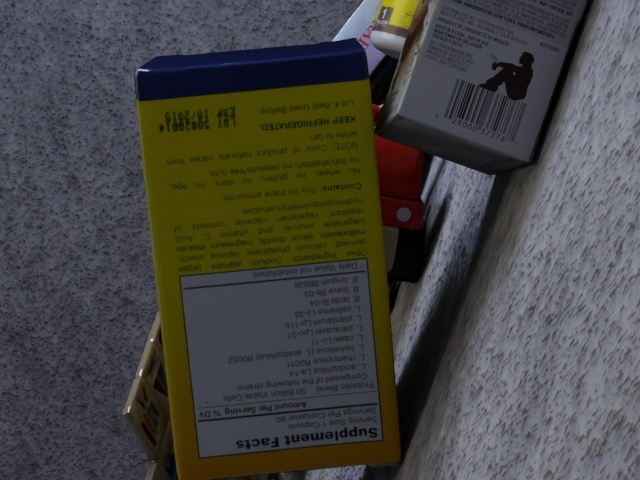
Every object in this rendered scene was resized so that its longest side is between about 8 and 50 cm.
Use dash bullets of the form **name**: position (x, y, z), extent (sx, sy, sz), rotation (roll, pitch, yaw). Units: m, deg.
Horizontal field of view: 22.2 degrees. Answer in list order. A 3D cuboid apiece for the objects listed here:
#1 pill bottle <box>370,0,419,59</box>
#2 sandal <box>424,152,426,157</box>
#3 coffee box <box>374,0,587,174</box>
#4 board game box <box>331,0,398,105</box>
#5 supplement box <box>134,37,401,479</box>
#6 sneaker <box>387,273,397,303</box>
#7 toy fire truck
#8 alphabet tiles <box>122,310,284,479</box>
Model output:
- **pill bottle**: position (0.142, -0.301, 1.826), extent (0.117, 0.117, 0.215), rotation (-148, 78, -85)
- **sandal**: position (0.115, -0.133, 1.925), extent (0.097, 0.054, 0.254), rotation (-56, 4, 44)
- **coffee box**: position (0.153, -0.215, 1.347), extent (0.168, 0.119, 0.297), rotation (158, 132, -85)
- **board game box**: position (0.058, -0.219, 2.037), extent (0.318, 0.066, 0.319), rotation (-52, -5, -10)
- **supplement box**: position (-0.043, 0.011, 1.437), extent (0.195, 0.194, 0.356), rotation (-96, 1, -81)
- **sneaker**: position (0.057, 0.062, 1.802), extent (0.057, 0.047, 0.119), rotation (-65, 10, -19)
- **toy fire truck**: position (0.079, -0.093, 1.704), extent (0.217, 0.158, 0.246), rotation (-98, 18, -81)
- **alphabet tiles**: position (-0.098, 0.247, 1.586), extent (0.285, 0.011, 0.342), rotation (-80, -32, -59)
